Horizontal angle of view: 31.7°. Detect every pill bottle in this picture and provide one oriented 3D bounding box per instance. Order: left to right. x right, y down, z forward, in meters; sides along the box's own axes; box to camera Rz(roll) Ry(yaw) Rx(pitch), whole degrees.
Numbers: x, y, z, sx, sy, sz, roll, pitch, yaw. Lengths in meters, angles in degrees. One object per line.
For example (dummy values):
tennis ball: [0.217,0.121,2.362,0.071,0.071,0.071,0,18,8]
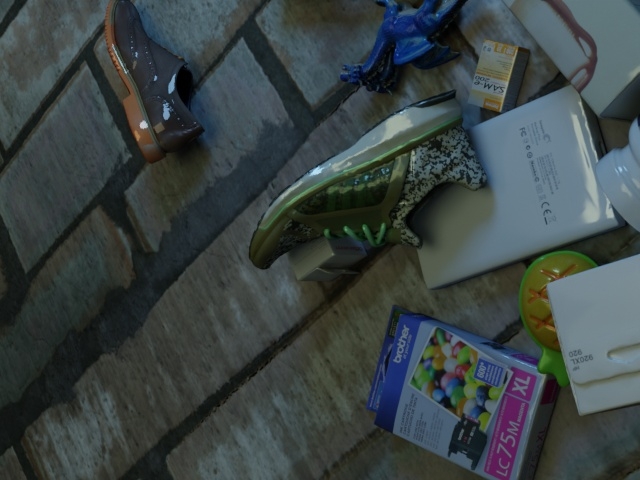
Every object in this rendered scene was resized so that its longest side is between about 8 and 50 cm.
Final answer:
pill bottle: [0.481,-0.129,1.393,0.265,0.153,0.153,-43,64,30]

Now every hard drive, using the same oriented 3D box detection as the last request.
hard drive: [0.268,-0.072,1.639,0.319,0.040,0.210,-22,75,37]

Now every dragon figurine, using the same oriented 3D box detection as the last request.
dragon figurine: [0.154,-0.307,1.708,0.289,0.085,0.144,-9,84,39]

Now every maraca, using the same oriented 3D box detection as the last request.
maraca: [0.338,0.106,1.539,0.127,0.099,0.185,-10,89,19]

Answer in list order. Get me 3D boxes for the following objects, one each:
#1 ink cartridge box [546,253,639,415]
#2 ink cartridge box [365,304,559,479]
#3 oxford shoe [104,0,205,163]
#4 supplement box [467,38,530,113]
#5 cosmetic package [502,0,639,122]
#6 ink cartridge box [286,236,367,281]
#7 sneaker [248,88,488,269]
ink cartridge box: [0.421,0.108,1.386,0.171,0.233,0.168,-23,75,36]
ink cartridge box: [0.194,0.227,1.682,0.311,0.065,0.185,21,102,39]
oxford shoe: [-0.306,-0.312,2.088,0.133,0.130,0.363,-22,65,3]
supplement box: [0.261,-0.240,1.651,0.062,0.036,0.098,21,103,38]
cosmetic package: [0.358,-0.306,1.501,0.129,0.153,0.296,-49,60,30]
ink cartridge box: [0.000,0.000,1.823,0.090,0.092,0.143,-36,66,33]
sneaker: [0.070,-0.046,1.664,0.410,0.158,0.182,-35,84,23]
